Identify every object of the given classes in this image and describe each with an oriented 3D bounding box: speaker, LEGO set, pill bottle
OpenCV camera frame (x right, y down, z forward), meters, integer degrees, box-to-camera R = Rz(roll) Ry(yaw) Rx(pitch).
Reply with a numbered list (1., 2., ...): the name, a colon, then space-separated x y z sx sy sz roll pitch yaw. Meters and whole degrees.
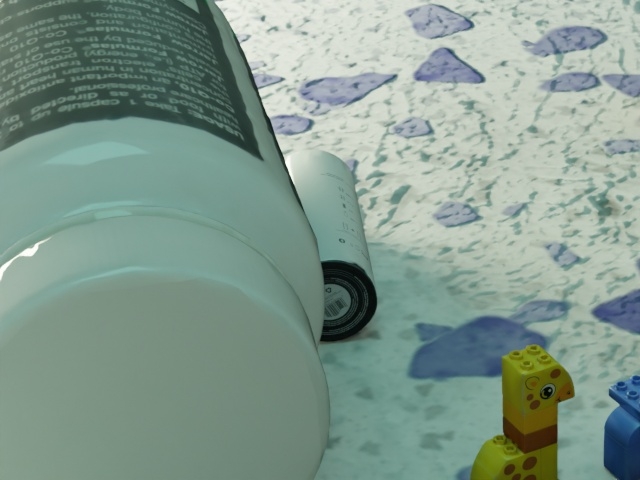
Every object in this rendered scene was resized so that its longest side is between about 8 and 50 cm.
1. speaker: 0.000 0.000 1.128 0.055 0.055 0.136 -6 31 -3
2. LEGO set: 0.131 0.095 0.911 0.227 0.093 0.087 -19 33 -23
3. pill bottle: -0.111 -0.001 0.997 0.204 0.204 0.361 -8 30 -7
